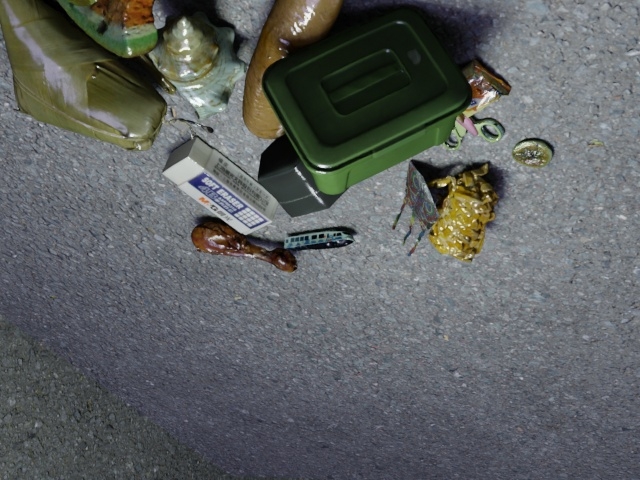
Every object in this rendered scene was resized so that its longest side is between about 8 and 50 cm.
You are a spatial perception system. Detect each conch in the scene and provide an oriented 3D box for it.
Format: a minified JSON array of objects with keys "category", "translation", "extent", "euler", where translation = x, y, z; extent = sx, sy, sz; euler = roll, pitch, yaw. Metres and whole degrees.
[{"category":"conch","translation":[-0.231,-0.347,1.748],"extent":[0.170,0.203,0.386],"euler":[-14,162,11]}]

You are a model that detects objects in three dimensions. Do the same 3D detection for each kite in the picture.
[{"category":"kite","translation":[0.217,-0.060,2.000],"extent":[0.015,0.152,0.285],"euler":[-17,157,-16]}]

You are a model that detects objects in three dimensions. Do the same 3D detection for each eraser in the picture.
[{"category":"eraser","translation":[-0.246,-0.131,2.138],"extent":[0.279,0.081,0.124],"euler":[37,142,-27]}]

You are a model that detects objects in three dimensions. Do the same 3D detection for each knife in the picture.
[{"category":"knife","translation":[-0.419,-0.420,1.859],"extent":[0.047,0.017,0.298],"euler":[-3,142,39]}]

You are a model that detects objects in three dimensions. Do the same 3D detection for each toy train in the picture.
[{"category":"toy train","translation":[0.000,0.000,2.237],"extent":[0.208,0.047,0.043],"euler":[-7,162,35]}]

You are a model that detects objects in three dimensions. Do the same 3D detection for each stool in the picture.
[{"category":"stool","translation":[-0.016,-0.167,1.841],"extent":[0.232,0.232,0.141],"euler":[-17,125,42]}]

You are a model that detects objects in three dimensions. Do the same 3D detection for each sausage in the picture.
[{"category":"sausage","translation":[-0.062,-0.357,1.666],"extent":[0.123,0.136,0.500],"euler":[53,149,15]}]

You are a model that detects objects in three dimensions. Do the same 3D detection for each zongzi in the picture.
[{"category":"zongzi","translation":[-0.460,-0.346,1.787],"extent":[0.447,0.181,0.418],"euler":[20,150,11]}]

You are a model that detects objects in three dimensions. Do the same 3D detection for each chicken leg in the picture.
[{"category":"chicken leg","translation":[-0.204,0.022,2.326],"extent":[0.305,0.093,0.113],"euler":[17,160,6]}]

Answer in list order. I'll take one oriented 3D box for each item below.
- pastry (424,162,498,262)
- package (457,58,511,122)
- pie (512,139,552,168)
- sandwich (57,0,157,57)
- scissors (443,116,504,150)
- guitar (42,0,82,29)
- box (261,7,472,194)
[{"category":"pastry","translation":[0.313,-0.068,1.924],"extent":[0.154,0.102,0.250],"euler":[41,148,27]},{"category":"package","translation":[0.291,-0.291,1.670],"extent":[0.108,0.031,0.121],"euler":[37,131,-27]},{"category":"pie","translation":[0.439,-0.179,1.784],"extent":[0.084,0.021,0.084],"euler":[12,147,8]},{"category":"sandwich","translation":[-0.392,-0.494,1.573],"extent":[0.250,0.162,0.301],"euler":[46,130,16]},{"category":"scissors","translation":[0.285,-0.256,1.747],"extent":[0.134,0.020,0.187],"euler":[-11,136,28]},{"category":"guitar","translation":[-0.604,-0.513,1.796],"extent":[0.271,0.038,0.084],"euler":[28,149,-14]},{"category":"box","translation":[0.086,-0.243,1.576],"extent":[0.329,0.252,0.177],"euler":[-26,157,-6]}]
